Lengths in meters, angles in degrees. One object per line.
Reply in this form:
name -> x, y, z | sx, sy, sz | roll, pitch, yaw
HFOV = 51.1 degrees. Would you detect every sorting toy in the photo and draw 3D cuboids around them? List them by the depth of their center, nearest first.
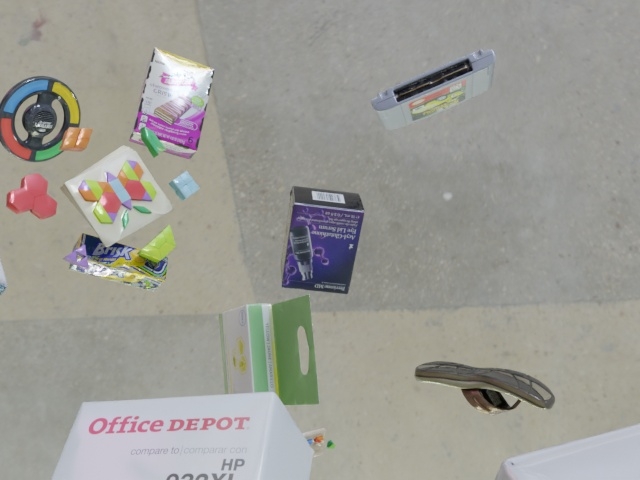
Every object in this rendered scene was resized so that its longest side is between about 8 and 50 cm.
sorting toy -> -0.004, 0.415, 1.370 | 0.083, 0.012, 0.062 | -5, 109, -30

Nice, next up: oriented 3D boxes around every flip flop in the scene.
flip flop -> 0.307, 0.288, 1.278 | 0.277, 0.112, 0.080 | 2, 91, 33

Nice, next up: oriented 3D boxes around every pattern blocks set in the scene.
pattern blocks set -> -0.371, -0.083, 1.226 | 0.026, 0.324, 0.285 | -24, 116, 43

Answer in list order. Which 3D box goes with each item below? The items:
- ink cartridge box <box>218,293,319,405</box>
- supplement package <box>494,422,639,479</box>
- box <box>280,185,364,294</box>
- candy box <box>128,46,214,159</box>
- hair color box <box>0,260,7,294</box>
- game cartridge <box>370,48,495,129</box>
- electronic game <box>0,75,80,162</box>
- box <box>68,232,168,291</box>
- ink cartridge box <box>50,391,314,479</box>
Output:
ink cartridge box -> -0.090, 0.185, 1.074 | 0.235, 0.056, 0.171 | -24, 69, 58
supplement package -> 0.157, 0.251, 0.318 | 0.175, 0.177, 0.292 | -5, 124, -26
box -> 0.000, 0.000, 1.453 | 0.153, 0.108, 0.207 | 5, 115, -7
candy box -> -0.364, -0.336, 1.648 | 0.159, 0.233, 0.071 | 15, 161, -23
hair color box -> -0.556, -0.018, 0.763 | 0.105, 0.347, 0.174 | -45, 52, 10
game cartridge -> 0.272, -0.352, 1.598 | 0.294, 0.196, 0.060 | -22, 84, 10
electronic game -> -0.724, -0.311, 1.729 | 0.048, 0.229, 0.229 | 28, 118, 30
box -> -0.377, 0.043, 1.256 | 0.169, 0.054, 0.059 | 18, 143, -30
ink cartridge box -> -0.146, 0.302, 0.601 | 0.223, 0.307, 0.129 | -7, 134, 16
